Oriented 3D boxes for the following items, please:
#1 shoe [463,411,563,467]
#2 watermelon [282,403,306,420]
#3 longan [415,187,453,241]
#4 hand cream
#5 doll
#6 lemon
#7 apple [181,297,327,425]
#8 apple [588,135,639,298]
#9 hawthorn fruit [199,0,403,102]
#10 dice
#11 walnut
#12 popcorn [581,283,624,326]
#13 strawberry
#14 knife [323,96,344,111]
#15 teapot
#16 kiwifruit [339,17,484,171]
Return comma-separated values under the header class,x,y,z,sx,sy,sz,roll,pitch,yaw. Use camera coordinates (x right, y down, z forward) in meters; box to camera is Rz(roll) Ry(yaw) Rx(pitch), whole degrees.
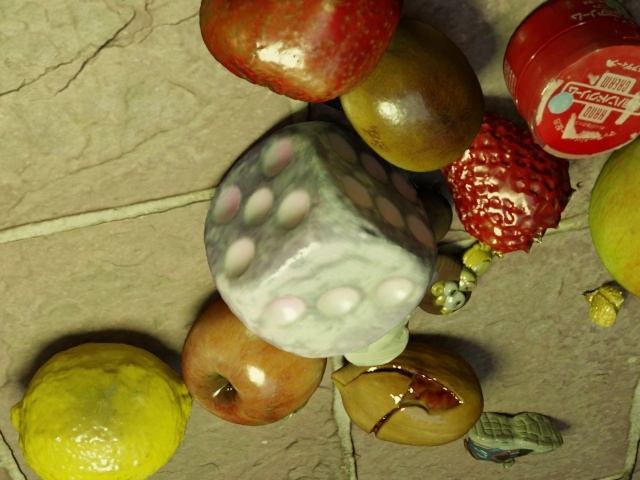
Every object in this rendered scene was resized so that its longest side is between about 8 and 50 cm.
class,x,y,z,sx,sy,sz,roll,pitch,yaw
shoe,0.407,0.443,2.477,0.228,0.099,0.125,8,124,-16
watermelon,-0.065,0.283,2.179,0.109,0.109,0.109,-8,136,-8
longan,0.167,-0.038,1.927,0.113,0.092,0.113,-11,150,-6
hand cream,0.398,-0.249,1.745,0.230,0.149,0.230,-10,135,-10
doll,0.236,0.058,2.051,0.145,0.096,0.188,24,114,-43
lemon,-0.373,0.307,2.002,0.322,0.268,0.268,-6,136,-5
apple,-0.112,0.197,1.996,0.254,0.253,0.253,-8,136,-8
apple,0.607,-0.042,1.885,0.340,0.339,0.339,-8,136,-8
hawthorn fruit,-0.009,-0.333,1.503,0.254,0.254,0.300,20,99,-32
dice,0.000,0.000,1.790,0.270,0.270,0.271,29,121,-38
walnut,0.163,0.291,2.195,0.298,0.203,0.203,10,133,-3
popcorn,0.541,0.119,2.220,0.084,0.084,0.084,-8,136,-8
strawberry,0.281,-0.111,1.852,0.205,0.205,0.244,-39,110,23
knife,-0.019,-0.240,1.725,0.230,0.028,0.060,17,115,-32
teapot,0.104,0.114,2.003,0.221,0.178,0.163,-35,134,18
kiwifruit,0.129,-0.214,1.673,0.196,0.196,0.234,-35,134,19
